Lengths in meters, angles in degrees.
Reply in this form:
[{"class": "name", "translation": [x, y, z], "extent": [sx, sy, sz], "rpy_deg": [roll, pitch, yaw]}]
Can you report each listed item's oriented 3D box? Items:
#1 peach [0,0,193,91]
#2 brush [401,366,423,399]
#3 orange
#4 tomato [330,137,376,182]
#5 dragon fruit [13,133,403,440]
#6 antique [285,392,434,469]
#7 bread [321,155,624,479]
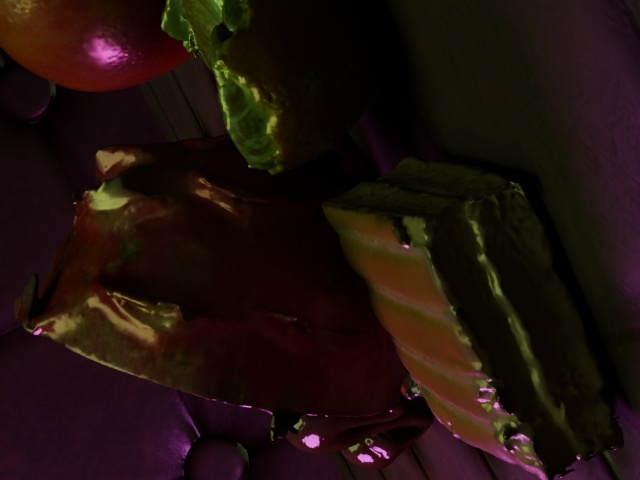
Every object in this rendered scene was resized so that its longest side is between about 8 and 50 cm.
[{"class": "peach", "translation": [-0.221, -0.314, 1.543], "extent": [0.308, 0.308, 0.332], "rpy_deg": [61, 144, 12]}, {"class": "brush", "translation": [0.093, 0.139, 1.820], "extent": [0.070, 0.051, 0.323], "rpy_deg": [67, 171, -25]}, {"class": "orange", "translation": [-0.039, -0.175, 1.293], "extent": [0.179, 0.158, 0.237], "rpy_deg": [61, 177, -34]}, {"class": "tomato", "translation": [0.000, 0.000, 1.664], "extent": [0.200, 0.139, 0.233], "rpy_deg": [48, 164, 37]}, {"class": "dragon fruit", "translation": [-0.081, 0.019, 1.409], "extent": [0.371, 0.386, 0.249], "rpy_deg": [23, 100, 58]}, {"class": "antique", "translation": [0.042, 0.218, 1.882], "extent": [0.121, 0.143, 0.257], "rpy_deg": [43, -175, 31]}, {"class": "bread", "translation": [0.126, 0.058, 1.199], "extent": [0.239, 0.111, 0.246], "rpy_deg": [62, 169, -12]}]
